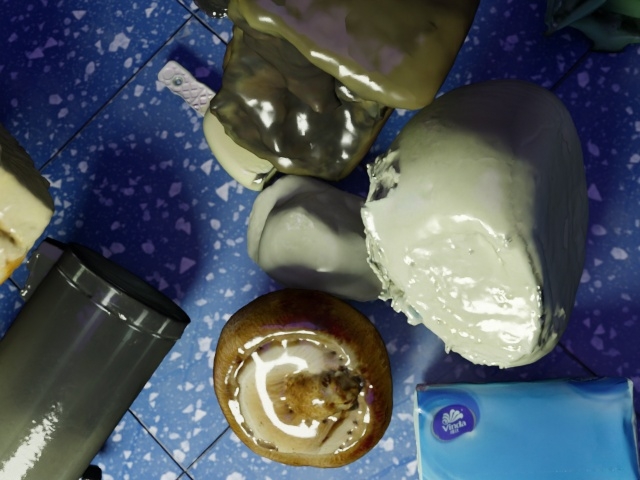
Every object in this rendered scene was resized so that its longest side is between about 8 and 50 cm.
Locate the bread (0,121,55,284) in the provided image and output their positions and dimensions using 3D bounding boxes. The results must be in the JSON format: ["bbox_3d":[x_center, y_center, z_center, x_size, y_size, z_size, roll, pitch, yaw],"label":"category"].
[{"bbox_3d":[-0.587,-0.048,0.978,0.390,0.279,0.371,-51,50,-3],"label":"bread"}]

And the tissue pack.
[{"bbox_3d":[0.255,0.277,0.930,0.264,0.146,0.198,-4,79,7],"label":"tissue pack"}]

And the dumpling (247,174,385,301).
[{"bbox_3d":[0.000,0.000,1.023,0.250,0.132,0.162,22,93,26],"label":"dumpling"}]

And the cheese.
[{"bbox_3d":[-0.146,-0.191,1.111,0.255,0.050,0.127,41,88,12],"label":"cheese"}]

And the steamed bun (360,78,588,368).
[{"bbox_3d":[0.197,-0.030,0.922,0.233,0.312,0.333,3,122,30],"label":"steamed bun"}]

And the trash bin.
[{"bbox_3d":[-0.347,0.179,1.000,0.252,0.203,0.301,35,87,-15],"label":"trash bin"}]

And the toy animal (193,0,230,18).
[{"bbox_3d":[-0.102,-0.406,1.138,0.233,0.084,0.148,16,95,9],"label":"toy animal"}]

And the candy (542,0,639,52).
[{"bbox_3d":[0.498,-0.389,1.007,0.398,0.172,0.262,4,85,-4],"label":"candy"}]

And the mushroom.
[{"bbox_3d":[-0.023,0.184,0.965,0.253,0.153,0.253,4,107,12],"label":"mushroom"}]

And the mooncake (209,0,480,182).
[{"bbox_3d":[0.009,-0.226,0.892,0.246,0.393,0.394,33,123,-4],"label":"mooncake"}]
